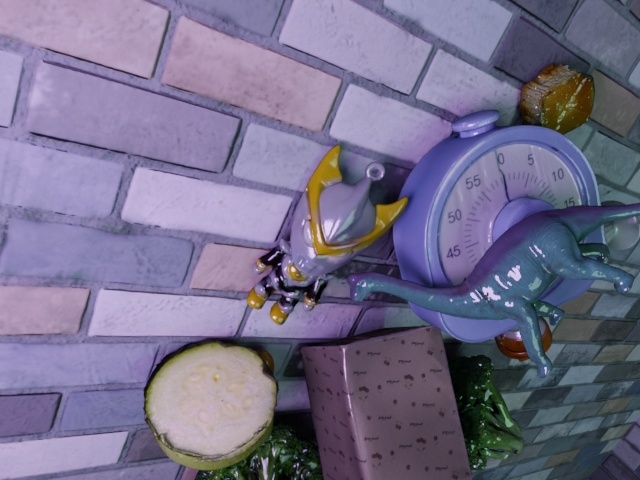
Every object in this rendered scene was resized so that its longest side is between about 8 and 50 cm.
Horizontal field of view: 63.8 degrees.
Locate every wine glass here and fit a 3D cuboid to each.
[{"bbox_3d":[0.645,-0.011,1.219,0.196,0.165,0.165,-22,130,-25],"label":"wine glass"}]

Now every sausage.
[{"bbox_3d":[-0.124,0.275,0.987,0.062,0.054,0.183,9,122,-1],"label":"sausage"}]

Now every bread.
[{"bbox_3d":[0.446,-0.264,0.969,0.140,0.069,0.128,-32,132,-5],"label":"bread"}]

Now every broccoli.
[{"bbox_3d":[-0.114,0.519,1.005,0.297,0.297,0.298,-4,111,-11],"label":"broccoli"},{"bbox_3d":[0.347,0.434,1.262,0.275,0.308,0.308,29,106,-4],"label":"broccoli"}]

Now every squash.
[{"bbox_3d":[-0.182,0.282,0.846,0.220,0.220,0.133,-9,130,-28],"label":"squash"}]

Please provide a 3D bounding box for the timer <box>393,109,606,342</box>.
[{"bbox_3d":[0.313,-0.037,0.901,0.394,0.173,0.395,-4,101,-18],"label":"timer"}]

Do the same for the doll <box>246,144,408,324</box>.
[{"bbox_3d":[-0.004,-0.002,0.844,0.316,0.145,0.103,-51,167,16],"label":"doll"}]

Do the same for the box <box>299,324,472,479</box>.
[{"bbox_3d":[0.118,0.330,0.994,0.225,0.190,0.297,-7,81,-28],"label":"box"}]

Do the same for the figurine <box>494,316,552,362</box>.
[{"bbox_3d":[0.502,0.202,1.303,0.143,0.143,0.271,-24,106,-17],"label":"figurine"}]

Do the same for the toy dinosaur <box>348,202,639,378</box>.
[{"bbox_3d":[0.269,0.008,0.772,0.330,0.129,0.384,32,100,-2],"label":"toy dinosaur"}]
